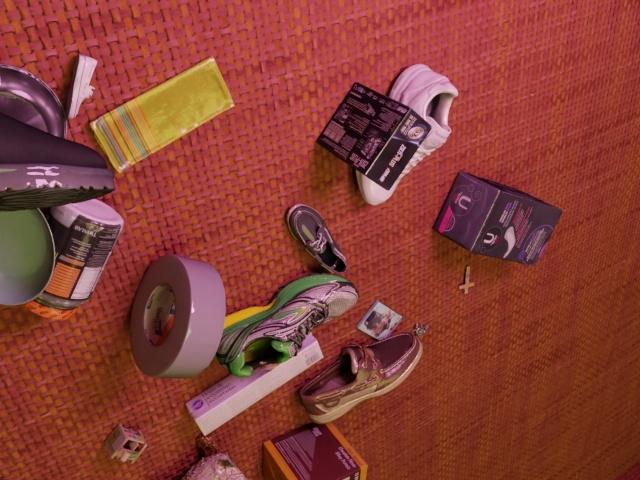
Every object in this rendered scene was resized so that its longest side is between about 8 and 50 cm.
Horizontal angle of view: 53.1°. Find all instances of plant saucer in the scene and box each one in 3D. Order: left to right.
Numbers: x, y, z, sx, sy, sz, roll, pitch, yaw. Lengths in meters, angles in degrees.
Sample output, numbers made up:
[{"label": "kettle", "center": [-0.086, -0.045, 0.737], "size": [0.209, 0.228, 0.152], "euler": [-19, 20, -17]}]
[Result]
[{"label": "plant saucer", "center": [-0.482, 0.002, 0.984], "size": [0.037, 0.195, 0.195], "euler": [-42, 154, -69]}]

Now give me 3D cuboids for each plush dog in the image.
[{"label": "plush dog", "center": [-0.280, 0.593, 1.450], "size": [0.225, 0.262, 0.210], "euler": [-40, 100, -22]}]

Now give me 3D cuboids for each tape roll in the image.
[{"label": "tape roll", "center": [-0.262, 0.138, 1.159], "size": [0.072, 0.219, 0.219], "euler": [14, 108, -40]}]

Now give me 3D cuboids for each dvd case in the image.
[{"label": "dvd case", "center": [0.153, 0.208, 1.635], "size": [0.087, 0.013, 0.119], "euler": [-52, 134, 3]}]

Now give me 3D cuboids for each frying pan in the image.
[{"label": "frying pan", "center": [-0.451, -0.217, 0.931], "size": [0.197, 0.053, 0.326], "euler": [10, 113, -40]}]

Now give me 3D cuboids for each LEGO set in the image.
[{"label": "LEGO set", "center": [0.262, 0.252, 1.731], "size": [0.083, 0.023, 0.054], "euler": [-45, 133, -4]}]

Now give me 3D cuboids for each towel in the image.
[{"label": "towel", "center": [-0.262, -0.212, 1.081], "size": [0.237, 0.021, 0.102], "euler": [-34, 132, -14]}]

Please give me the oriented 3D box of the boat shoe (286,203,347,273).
[{"label": "boat shoe", "center": [0.000, 0.000, 1.364], "size": [0.075, 0.065, 0.206], "euler": [-43, 133, -8]}]

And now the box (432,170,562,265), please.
[{"label": "box", "center": [0.441, -0.052, 1.592], "size": [0.270, 0.143, 0.165], "euler": [11, 108, -38]}]

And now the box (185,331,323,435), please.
[{"label": "box", "center": [-0.145, 0.316, 1.455], "size": [0.324, 0.063, 0.067], "euler": [-32, 129, -16]}]

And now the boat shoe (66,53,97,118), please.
[{"label": "boat shoe", "center": [-0.366, -0.234, 0.986], "size": [0.035, 0.035, 0.100], "euler": [8, 105, -35]}]

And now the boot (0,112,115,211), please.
[{"label": "boot", "center": [-0.439, -0.262, 0.751], "size": [0.367, 0.146, 0.445], "euler": [-5, 84, -47]}]

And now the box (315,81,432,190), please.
[{"label": "box", "center": [0.100, -0.203, 1.233], "size": [0.077, 0.180, 0.147], "euler": [29, 98, -42]}]

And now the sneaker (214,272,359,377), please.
[{"label": "sneaker", "center": [-0.061, 0.191, 1.374], "size": [0.344, 0.146, 0.134], "euler": [-27, 131, -16]}]

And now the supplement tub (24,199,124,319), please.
[{"label": "supplement tub", "center": [-0.413, 0.027, 1.054], "size": [0.117, 0.117, 0.190], "euler": [19, 105, -41]}]

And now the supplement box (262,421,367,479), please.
[{"label": "supplement box", "center": [-0.018, 0.584, 1.621], "size": [0.194, 0.191, 0.129], "euler": [-15, 124, -29]}]

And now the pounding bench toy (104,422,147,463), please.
[{"label": "pounding bench toy", "center": [-0.398, 0.434, 1.334], "size": [0.052, 0.083, 0.065], "euler": [-51, 132, 1]}]

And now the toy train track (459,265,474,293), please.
[{"label": "toy train track", "center": [0.397, 0.106, 1.747], "size": [0.048, 0.014, 0.083], "euler": [-11, 117, -22]}]

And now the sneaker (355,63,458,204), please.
[{"label": "sneaker", "center": [0.173, -0.202, 1.306], "size": [0.114, 0.152, 0.305], "euler": [8, 113, -40]}]

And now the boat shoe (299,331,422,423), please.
[{"label": "boat shoe", "center": [0.099, 0.319, 1.595], "size": [0.342, 0.123, 0.123], "euler": [-29, 128, -7]}]
